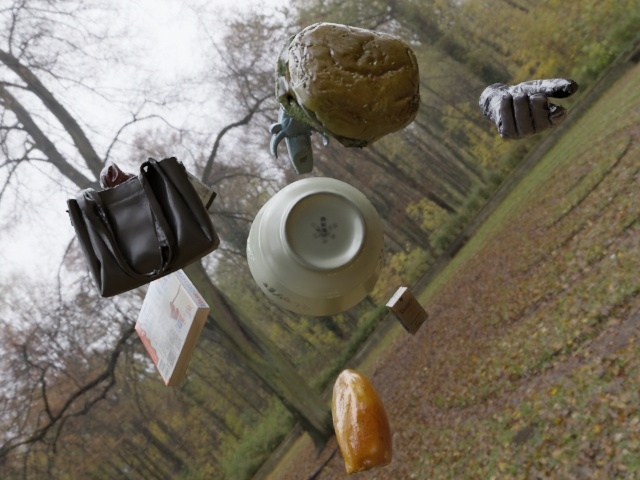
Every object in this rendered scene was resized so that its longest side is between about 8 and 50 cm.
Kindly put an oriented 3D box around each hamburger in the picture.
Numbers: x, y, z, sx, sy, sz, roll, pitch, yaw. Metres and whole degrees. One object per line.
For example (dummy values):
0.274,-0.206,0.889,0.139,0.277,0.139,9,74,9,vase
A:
0.059,-0.319,1.003,0.134,0.285,0.265,139,133,-66,hamburger

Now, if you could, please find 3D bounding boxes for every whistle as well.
-0.070,-0.324,1.497,0.180,0.269,0.093,-19,20,-14,whistle

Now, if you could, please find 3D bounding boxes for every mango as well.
0.090,0.413,1.184,0.126,0.252,0.154,-7,-45,-7,mango

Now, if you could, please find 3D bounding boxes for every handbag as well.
-0.399,-0.035,1.134,0.285,0.257,0.113,-25,-2,-4,handbag

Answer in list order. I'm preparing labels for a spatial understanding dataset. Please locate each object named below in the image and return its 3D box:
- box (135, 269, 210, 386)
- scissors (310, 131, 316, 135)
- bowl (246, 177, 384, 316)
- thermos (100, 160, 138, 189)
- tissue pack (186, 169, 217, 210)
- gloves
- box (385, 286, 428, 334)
-0.430,0.223,1.449,0.048,0.273,0.265,7,-64,-43,box
-0.056,-0.369,1.556,0.012,0.113,0.039,-36,5,39,scissors
0.000,0.000,0.816,0.238,0.238,0.126,-48,-4,-14,bowl
-0.553,-0.110,1.573,0.330,0.109,0.136,47,-117,-51,thermos
-0.394,-0.141,1.459,0.090,0.170,0.103,-26,35,44,tissue pack
0.400,-0.264,0.991,0.142,0.119,0.285,-43,9,14,gloves
0.173,0.140,1.010,0.053,0.083,0.024,-46,19,-21,box
